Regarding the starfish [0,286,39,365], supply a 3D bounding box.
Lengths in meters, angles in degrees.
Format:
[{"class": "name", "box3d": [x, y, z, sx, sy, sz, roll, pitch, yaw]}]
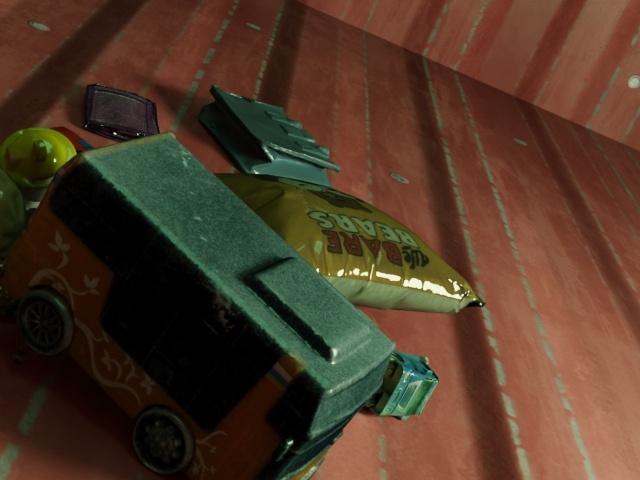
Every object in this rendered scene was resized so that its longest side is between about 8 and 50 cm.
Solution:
[{"class": "starfish", "box3d": [-0.277, 0.052, 1.158, 0.241, 0.043, 0.227, 23, 18, 11]}]

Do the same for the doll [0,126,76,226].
[{"class": "doll", "box3d": [-0.292, -0.055, 1.199, 0.081, 0.207, 0.129, -12, 76, -23]}]

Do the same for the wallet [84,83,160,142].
[{"class": "wallet", "box3d": [-0.289, -0.184, 1.733, 0.111, 0.030, 0.166, 19, 22, -19]}]

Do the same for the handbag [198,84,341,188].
[{"class": "handbag", "box3d": [-0.080, -0.160, 1.879, 0.179, 0.062, 0.229, 13, 23, -36]}]

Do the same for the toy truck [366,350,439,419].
[{"class": "toy truck", "box3d": [0.057, 0.128, 1.326, 0.081, 0.067, 0.175, 16, 18, -39]}]

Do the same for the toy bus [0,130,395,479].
[{"class": "toy bus", "box3d": [-0.109, 0.070, 1.046, 0.323, 0.194, 0.162, 42, 27, 13]}]

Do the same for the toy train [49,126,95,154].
[{"class": "toy train", "box3d": [-0.200, 0.002, 1.300, 0.409, 0.086, 0.089, 37, 25, 28]}]

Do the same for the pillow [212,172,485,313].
[{"class": "pillow", "box3d": [0.000, 0.000, 1.476, 0.310, 0.119, 0.312, 14, 14, -36]}]

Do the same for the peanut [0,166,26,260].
[{"class": "peanut", "box3d": [-0.405, -0.044, 1.048, 0.291, 0.143, 0.159, 25, 22, -20]}]

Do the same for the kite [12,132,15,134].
[{"class": "kite", "box3d": [-0.378, -0.104, 1.470, 0.139, 0.011, 0.156, 21, 22, -21]}]
